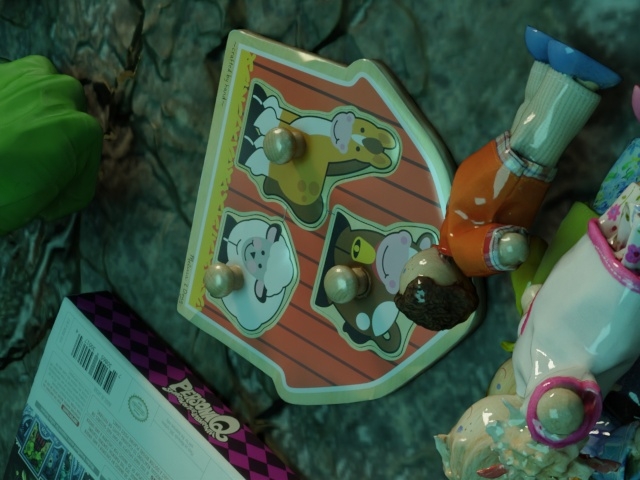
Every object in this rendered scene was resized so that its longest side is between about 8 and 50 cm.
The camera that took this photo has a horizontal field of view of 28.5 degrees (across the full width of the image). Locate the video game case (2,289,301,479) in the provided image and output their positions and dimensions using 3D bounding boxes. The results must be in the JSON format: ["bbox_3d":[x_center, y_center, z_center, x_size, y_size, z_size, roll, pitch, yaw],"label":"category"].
[{"bbox_3d":[-0.105,0.179,0.755,0.232,0.042,0.210,39,119,31],"label":"video game case"}]

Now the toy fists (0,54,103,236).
[{"bbox_3d":[-0.249,-0.057,0.788,0.279,0.142,0.096,9,133,40],"label":"toy fists"}]

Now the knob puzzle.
[{"bbox_3d":[0.000,0.000,0.647,0.213,0.030,0.213,6,100,40],"label":"knob puzzle"}]

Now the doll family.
[{"bbox_3d":[0.106,0.029,0.465,0.118,0.263,0.163,26,103,-7],"label":"doll family"}]
